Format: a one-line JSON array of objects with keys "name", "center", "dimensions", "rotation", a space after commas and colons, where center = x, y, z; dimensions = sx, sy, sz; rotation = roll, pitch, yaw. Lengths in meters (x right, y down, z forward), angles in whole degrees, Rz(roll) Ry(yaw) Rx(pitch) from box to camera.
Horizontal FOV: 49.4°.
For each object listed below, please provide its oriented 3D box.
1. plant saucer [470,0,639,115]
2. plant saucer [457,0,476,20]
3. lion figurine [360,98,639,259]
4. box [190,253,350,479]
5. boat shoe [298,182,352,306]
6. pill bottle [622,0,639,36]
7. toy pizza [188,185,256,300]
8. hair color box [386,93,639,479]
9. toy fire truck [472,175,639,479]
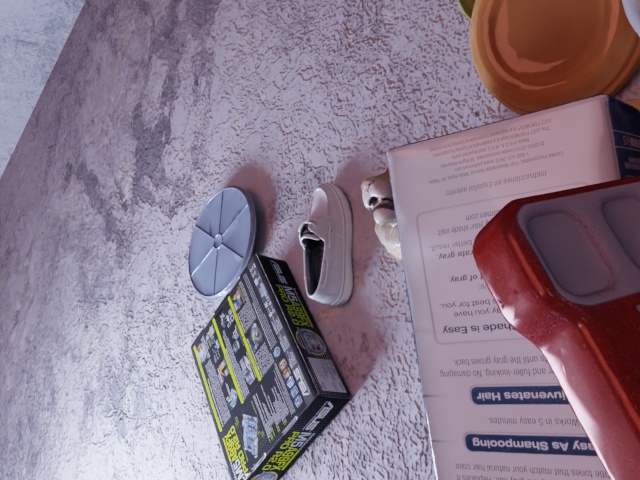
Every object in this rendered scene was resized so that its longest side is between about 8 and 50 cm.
[{"name": "plant saucer", "center": [0.237, -0.225, 0.720], "dimensions": [0.200, 0.037, 0.199], "rotation": [9, 104, 42]}, {"name": "plant saucer", "center": [0.257, -0.344, 0.788], "dimensions": [0.241, 0.037, 0.240], "rotation": [-22, 61, 46]}, {"name": "lion figurine", "center": [0.224, -0.040, 0.673], "dimensions": [0.392, 0.142, 0.240], "rotation": [-22, 53, 30]}, {"name": "box", "center": [-0.085, 0.186, 1.009], "dimensions": [0.216, 0.060, 0.270], "rotation": [-54, 42, 25]}, {"name": "boat shoe", "center": [0.000, 0.000, 0.964], "dimensions": [0.066, 0.063, 0.184], "rotation": [-20, 63, 46]}, {"name": "pill bottle", "center": [0.392, -0.126, 0.393], "dimensions": [0.229, 0.229, 0.407], "rotation": [-54, 42, 24]}, {"name": "toy pizza", "center": [-0.163, 0.005, 1.188], "dimensions": [0.201, 0.032, 0.201], "rotation": [-22, 60, 45]}, {"name": "hair color box", "center": [0.172, 0.084, 0.530], "dimensions": [0.174, 0.105, 0.347], "rotation": [-10, 87, 37]}, {"name": "toy fire truck", "center": [0.259, 0.060, 0.384], "dimensions": [0.253, 0.302, 0.169], "rotation": [67, 154, 22]}]
